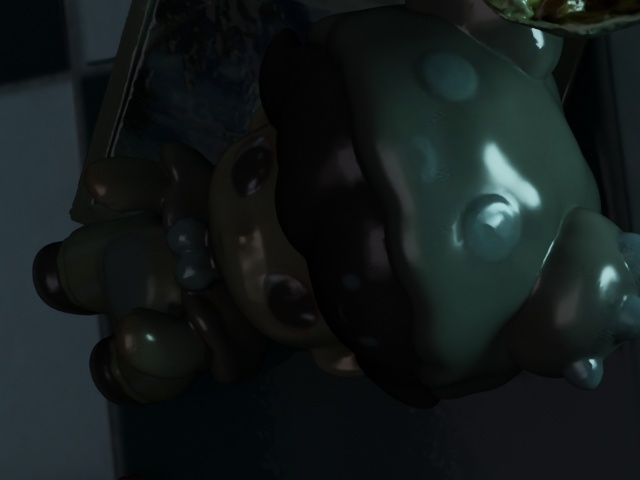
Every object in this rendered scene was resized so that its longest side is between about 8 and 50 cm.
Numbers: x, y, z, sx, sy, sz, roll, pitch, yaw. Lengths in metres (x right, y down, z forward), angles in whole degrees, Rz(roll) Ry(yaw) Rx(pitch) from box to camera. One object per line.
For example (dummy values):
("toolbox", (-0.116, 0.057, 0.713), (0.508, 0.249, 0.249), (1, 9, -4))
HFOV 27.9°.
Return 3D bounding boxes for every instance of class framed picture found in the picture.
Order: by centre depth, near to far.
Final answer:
("framed picture", (-0.004, -0.075, 0.849), (0.315, 0.024, 0.232), (19, 97, 21))

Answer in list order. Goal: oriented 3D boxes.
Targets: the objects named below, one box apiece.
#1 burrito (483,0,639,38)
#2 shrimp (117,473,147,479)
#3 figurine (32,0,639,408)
("burrito", (0.190, -0.164, 0.635), (0.143, 0.299, 0.105), (-24, 90, 32))
("shrimp", (-0.221, 0.238, 0.910), (0.294, 0.062, 0.154), (-35, 72, 19))
("figurine", (-0.001, 0.000, 0.745), (0.380, 0.203, 0.248), (-22, 76, 32))
